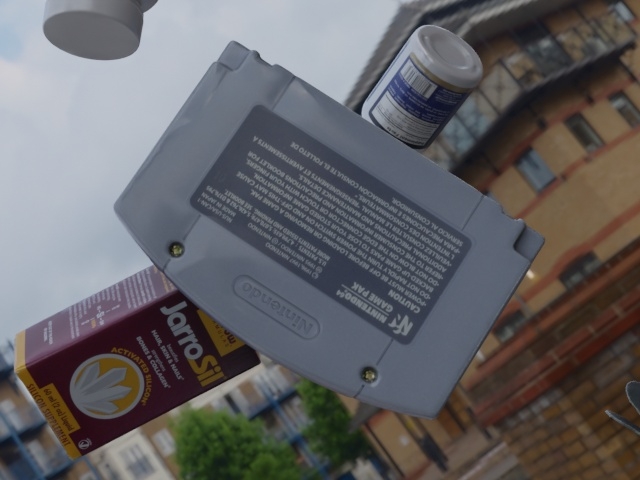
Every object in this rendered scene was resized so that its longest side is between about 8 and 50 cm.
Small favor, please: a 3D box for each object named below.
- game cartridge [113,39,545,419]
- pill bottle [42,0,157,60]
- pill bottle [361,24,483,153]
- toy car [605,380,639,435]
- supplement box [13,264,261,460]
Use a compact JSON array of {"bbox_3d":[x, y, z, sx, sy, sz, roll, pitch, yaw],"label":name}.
[{"bbox_3d":[0.000,0.000,0.855,0.198,0.297,0.062,-56,-4,-5],"label":"game cartridge"},{"bbox_3d":[-0.181,-0.255,0.923,0.108,0.193,0.108,3,-20,1],"label":"pill bottle"},{"bbox_3d":[0.107,-0.159,1.276,0.094,0.094,0.169,-24,-22,-48],"label":"pill bottle"},{"bbox_3d":[0.316,0.164,0.842,0.155,0.188,0.149,-12,-51,-63],"label":"toy car"},{"bbox_3d":[-0.161,0.096,0.968,0.188,0.104,0.081,-27,25,-4],"label":"supplement box"}]
